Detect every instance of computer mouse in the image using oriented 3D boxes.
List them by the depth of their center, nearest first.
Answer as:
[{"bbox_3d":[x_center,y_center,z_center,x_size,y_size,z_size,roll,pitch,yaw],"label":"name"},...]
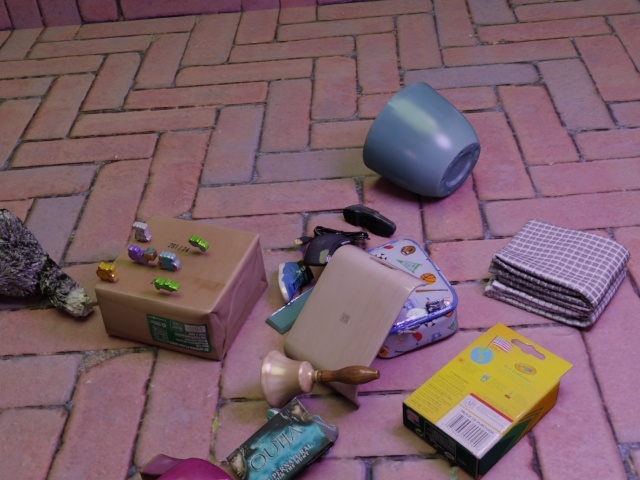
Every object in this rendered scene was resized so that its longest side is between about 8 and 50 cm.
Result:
[{"bbox_3d":[0.000,0.000,2.046,0.184,0.060,0.262,3,18,27],"label":"computer mouse"}]

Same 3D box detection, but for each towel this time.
[{"bbox_3d":[0.565,0.064,1.913,0.284,0.121,0.235,21,45,30],"label":"towel"}]

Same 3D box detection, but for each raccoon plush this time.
[{"bbox_3d":[-0.827,0.107,2.005,0.446,0.216,0.299,30,59,36],"label":"raccoon plush"}]

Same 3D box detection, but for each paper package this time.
[{"bbox_3d":[-0.334,0.107,1.950,0.325,0.168,0.309,10,43,18],"label":"paper package"}]

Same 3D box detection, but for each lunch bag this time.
[{"bbox_3d":[0.176,0.135,1.890,0.243,0.115,0.303,-18,39,-10],"label":"lunch bag"}]

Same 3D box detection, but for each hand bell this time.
[{"bbox_3d":[0.009,0.284,1.662,0.242,0.126,0.126,-8,35,26],"label":"hand bell"}]

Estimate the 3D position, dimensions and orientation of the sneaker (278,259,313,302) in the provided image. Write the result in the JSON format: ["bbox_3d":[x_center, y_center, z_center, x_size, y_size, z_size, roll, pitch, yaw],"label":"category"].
[{"bbox_3d":[-0.060,0.098,2.000,0.085,0.058,0.152,-12,26,3],"label":"sneaker"}]

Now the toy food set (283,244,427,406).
[{"bbox_3d":[0.075,0.180,1.759,0.220,0.092,0.306,28,89,36],"label":"toy food set"}]

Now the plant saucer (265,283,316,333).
[{"bbox_3d":[-0.044,0.160,1.962,0.192,0.018,0.067,-32,46,-30],"label":"plant saucer"}]

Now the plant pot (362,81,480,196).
[{"bbox_3d":[0.302,-0.259,2.236,0.293,0.293,0.235,-34,60,-30],"label":"plant pot"}]

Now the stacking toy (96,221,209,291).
[{"bbox_3d":[-0.390,0.044,1.870,0.221,0.052,0.167,12,45,19],"label":"stacking toy"}]

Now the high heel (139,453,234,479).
[{"bbox_3d":[-0.323,0.531,1.445,0.181,0.127,0.377,4,35,30],"label":"high heel"}]

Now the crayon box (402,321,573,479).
[{"bbox_3d":[0.350,0.322,1.655,0.318,0.081,0.202,-33,46,-28],"label":"crayon box"}]

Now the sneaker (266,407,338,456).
[{"bbox_3d":[-0.035,0.388,1.657,0.166,0.065,0.076,22,30,27],"label":"sneaker"}]

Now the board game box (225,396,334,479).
[{"bbox_3d":[-0.082,0.417,1.581,0.186,0.026,0.126,-40,56,-9],"label":"board game box"}]

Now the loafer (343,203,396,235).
[{"bbox_3d":[0.143,-0.064,2.180,0.170,0.062,0.061,27,44,32],"label":"loafer"}]
